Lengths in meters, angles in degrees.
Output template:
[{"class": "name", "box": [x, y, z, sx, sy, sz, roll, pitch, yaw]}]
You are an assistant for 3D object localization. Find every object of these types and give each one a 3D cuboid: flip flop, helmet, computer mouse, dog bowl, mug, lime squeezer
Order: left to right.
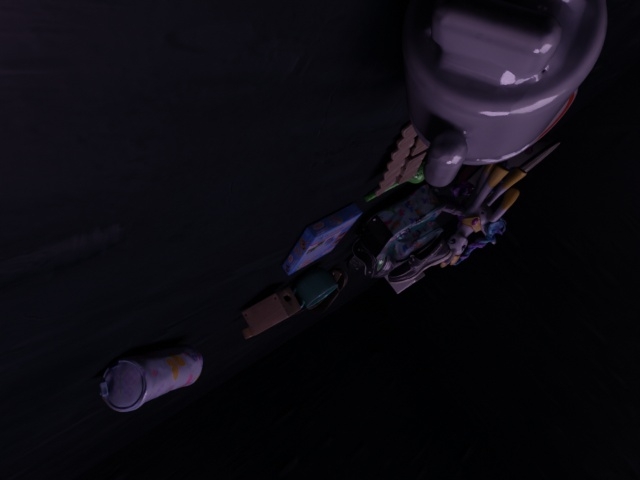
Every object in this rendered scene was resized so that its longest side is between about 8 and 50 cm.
[{"class": "mug", "box": [-0.029, 0.153, 1.518, 0.158, 0.097, 0.129, -21, 161, -50]}, {"class": "flip flop", "box": [0.021, 0.203, 1.877, 0.277, 0.112, 0.080, -51, 177, 32]}, {"class": "computer mouse", "box": [0.189, 0.030, 1.805, 0.242, 0.071, 0.041, -47, -154, 25]}, {"class": "helmet", "box": [0.209, 0.048, 1.637, 0.170, 0.161, 0.169, -35, 168, -9]}, {"class": "lime squeezer", "box": [0.258, -0.176, 1.187, 0.311, 0.058, 0.110, -30, 166, -31]}, {"class": "dog bowl", "box": [0.732, -0.305, 1.817, 0.408, 0.150, 0.408, -36, 168, -9]}]

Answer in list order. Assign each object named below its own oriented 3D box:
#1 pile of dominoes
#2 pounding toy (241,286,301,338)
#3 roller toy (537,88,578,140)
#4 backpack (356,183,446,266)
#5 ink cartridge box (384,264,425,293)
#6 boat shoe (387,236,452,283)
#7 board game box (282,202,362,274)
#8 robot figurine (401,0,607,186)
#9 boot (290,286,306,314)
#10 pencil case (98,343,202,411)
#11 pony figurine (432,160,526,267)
[{"class": "pile of dominoes", "box": [0.208, -0.218, 0.995, 0.196, 0.040, 0.251, -31, 158, -25]}, {"class": "pounding toy", "box": [-0.175, 0.227, 1.424, 0.206, 0.094, 0.181, -30, 175, 15]}, {"class": "roller toy", "box": [0.434, -0.303, 0.989, 0.210, 0.146, 0.191, -17, 149, -43]}, {"class": "backpack", "box": [0.269, -0.051, 1.414, 0.254, 0.191, 0.225, -39, 168, -14]}, {"class": "ink cartridge box", "box": [0.305, 0.088, 1.879, 0.100, 0.237, 0.172, -42, 167, 23]}, {"class": "boat shoe", "box": [0.284, 0.056, 1.344, 0.206, 0.064, 0.075, -28, -153, 5]}, {"class": "board game box", "box": [0.000, 0.000, 1.165, 0.160, 0.039, 0.211, -29, 165, -33]}, {"class": "robot figurine", "box": [0.206, -0.212, 0.561, 0.299, 0.200, 0.353, -61, 166, 0]}, {"class": "boot", "box": [-0.084, 0.229, 1.677, 0.263, 0.091, 0.229, -29, 167, -31]}, {"class": "pencil case", "box": [-0.395, 0.321, 1.089, 0.124, 0.113, 0.273, -30, 169, 10]}, {"class": "pony figurine", "box": [0.502, -0.107, 1.489, 0.363, 0.303, 0.351, -61, 178, 29]}]
